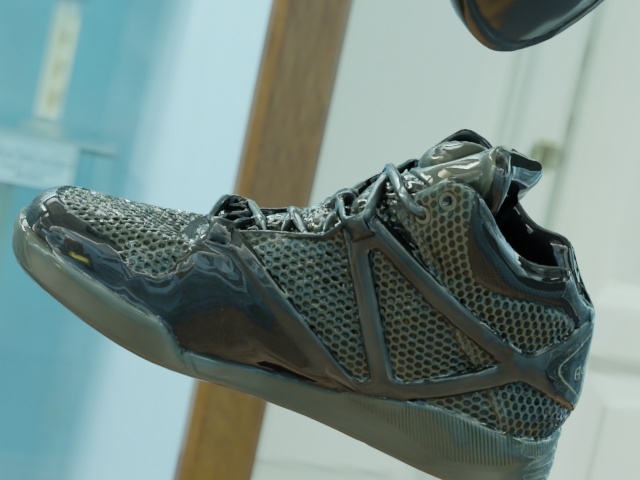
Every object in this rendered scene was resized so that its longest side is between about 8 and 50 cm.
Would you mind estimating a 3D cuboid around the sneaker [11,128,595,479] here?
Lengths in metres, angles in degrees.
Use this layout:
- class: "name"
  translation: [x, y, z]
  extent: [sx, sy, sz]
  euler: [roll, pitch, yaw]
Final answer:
- class: "sneaker"
  translation: [0.000, 0.000, 0.724]
  extent: [0.228, 0.130, 0.087]
  euler: [21, 19, 5]

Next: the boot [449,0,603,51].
- class: "boot"
  translation: [0.021, -0.215, 0.706]
  extent: [0.229, 0.091, 0.263]
  euler: [57, -2, 39]
